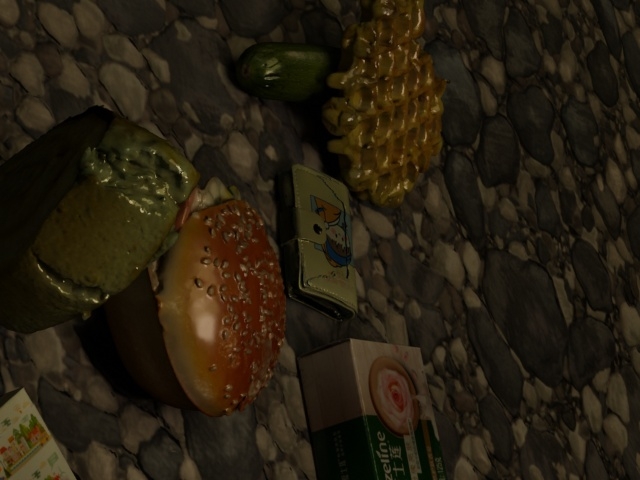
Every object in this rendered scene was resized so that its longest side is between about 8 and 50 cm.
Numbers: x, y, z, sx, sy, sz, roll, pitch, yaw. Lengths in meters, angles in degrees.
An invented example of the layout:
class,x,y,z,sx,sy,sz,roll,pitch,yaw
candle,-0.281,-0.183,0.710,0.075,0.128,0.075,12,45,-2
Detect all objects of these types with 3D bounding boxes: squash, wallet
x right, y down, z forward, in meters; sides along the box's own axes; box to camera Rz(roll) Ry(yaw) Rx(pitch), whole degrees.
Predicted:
class,x,y,z,sx,sy,sz,roll,pitch,yaw
squash,-0.013,-0.187,2.218,0.239,0.069,0.069,0,72,-55
wallet,0.000,0.000,2.152,0.110,0.039,0.155,27,50,-47

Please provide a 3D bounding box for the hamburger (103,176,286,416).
class,x,y,z,sx,sy,sz,roll,pitch,yaw
hamburger,-0.113,0.055,1.848,0.237,0.147,0.237,49,31,-45

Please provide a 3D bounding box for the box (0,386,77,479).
class,x,y,z,sx,sy,sz,roll,pitch,yaw
box,-0.237,0.247,1.673,0.220,0.032,0.122,62,34,-10

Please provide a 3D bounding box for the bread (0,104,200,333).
class,x,y,z,sx,sy,sz,roll,pitch,yaw
bread,-0.207,-0.015,1.681,0.124,0.257,0.186,42,61,-21

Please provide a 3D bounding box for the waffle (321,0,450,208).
class,x,y,z,sx,sy,sz,roll,pitch,yaw
waffle,0.082,-0.164,2.264,0.253,0.056,0.249,35,69,-58

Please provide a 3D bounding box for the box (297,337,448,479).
class,x,y,z,sx,sy,sz,roll,pitch,yaw
box,0.059,0.209,2.081,0.135,0.081,0.199,11,61,-53
